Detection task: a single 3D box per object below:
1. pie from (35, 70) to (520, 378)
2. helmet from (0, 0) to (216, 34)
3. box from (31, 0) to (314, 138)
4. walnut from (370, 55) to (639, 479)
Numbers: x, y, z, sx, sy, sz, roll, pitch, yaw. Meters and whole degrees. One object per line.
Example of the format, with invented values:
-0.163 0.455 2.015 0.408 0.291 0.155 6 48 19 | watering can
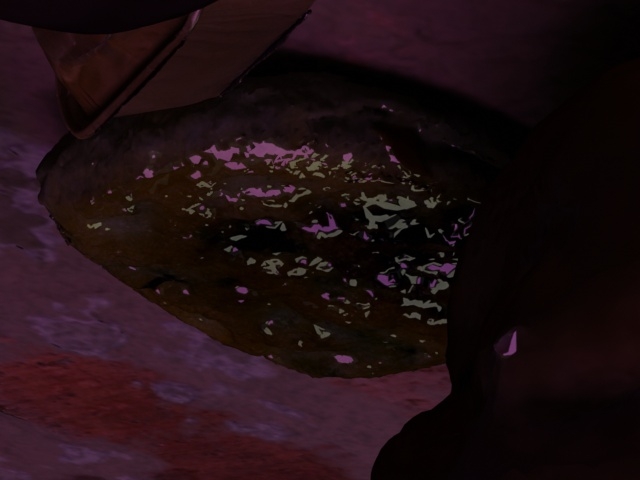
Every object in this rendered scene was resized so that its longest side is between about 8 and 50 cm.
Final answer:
0.000 0.000 1.115 0.323 0.070 0.323 6 155 3 | pie
-0.061 -0.178 0.624 0.225 0.177 0.305 20 155 -19 | helmet
-0.072 -0.114 0.855 0.111 0.111 0.177 19 153 -21 | box
0.208 0.086 0.886 0.383 0.384 0.383 8 156 4 | walnut
